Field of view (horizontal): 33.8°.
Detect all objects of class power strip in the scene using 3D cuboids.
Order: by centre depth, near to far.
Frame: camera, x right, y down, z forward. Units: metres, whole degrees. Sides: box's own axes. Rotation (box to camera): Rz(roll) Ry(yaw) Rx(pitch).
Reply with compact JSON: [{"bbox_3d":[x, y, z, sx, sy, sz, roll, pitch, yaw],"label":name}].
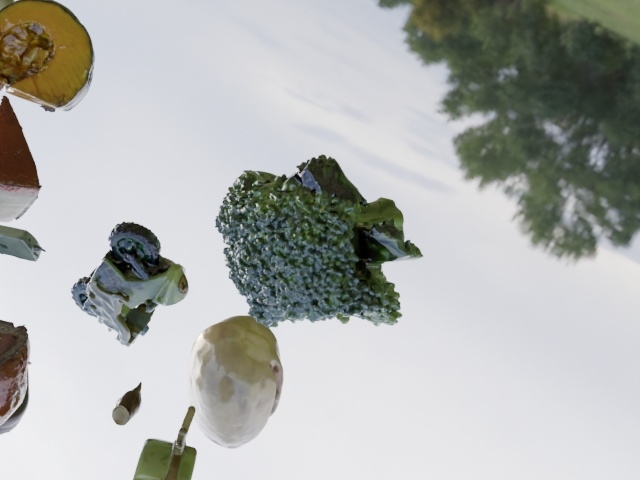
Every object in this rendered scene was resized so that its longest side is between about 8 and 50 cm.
[{"bbox_3d":[-0.601,-0.006,1.926,0.226,0.029,0.080,12,151,14],"label":"power strip"}]

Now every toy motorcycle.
[{"bbox_3d":[-0.468,0.110,2.599,0.237,0.410,0.169,39,-132,-7],"label":"toy motorcycle"}]

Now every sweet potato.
[{"bbox_3d":[-0.379,0.318,2.097,0.049,0.049,0.117,27,-148,-2],"label":"sweet potato"}]

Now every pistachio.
[{"bbox_3d":[-0.166,0.272,2.023,0.187,0.299,0.187,6,-140,-5],"label":"pistachio"}]

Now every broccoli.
[{"bbox_3d":[-0.010,0.008,1.704,0.317,0.277,0.338,-5,178,-5],"label":"broccoli"}]

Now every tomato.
[{"bbox_3d":[-0.536,0.214,1.591,0.214,0.155,0.180,14,-151,31],"label":"tomato"}]

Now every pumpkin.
[{"bbox_3d":[-0.504,-0.270,1.714,0.190,0.280,0.139,62,165,-12],"label":"pumpkin"}]

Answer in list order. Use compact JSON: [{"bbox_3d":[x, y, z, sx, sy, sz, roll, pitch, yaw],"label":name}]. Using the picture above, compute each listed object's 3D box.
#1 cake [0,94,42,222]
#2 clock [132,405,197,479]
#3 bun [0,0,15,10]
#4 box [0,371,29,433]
[{"bbox_3d":[-0.750,-0.182,2.330,0.159,0.158,0.262,-2,-120,-48],"label":"cake"},{"bbox_3d":[-0.275,0.432,1.764,0.096,0.308,0.235,17,-171,-4],"label":"clock"},{"bbox_3d":[-0.642,-0.403,2.050,0.188,0.164,0.111,29,-175,-4],"label":"bun"},{"bbox_3d":[-0.752,0.250,2.107,0.404,0.108,0.263,28,-137,-51],"label":"box"}]
